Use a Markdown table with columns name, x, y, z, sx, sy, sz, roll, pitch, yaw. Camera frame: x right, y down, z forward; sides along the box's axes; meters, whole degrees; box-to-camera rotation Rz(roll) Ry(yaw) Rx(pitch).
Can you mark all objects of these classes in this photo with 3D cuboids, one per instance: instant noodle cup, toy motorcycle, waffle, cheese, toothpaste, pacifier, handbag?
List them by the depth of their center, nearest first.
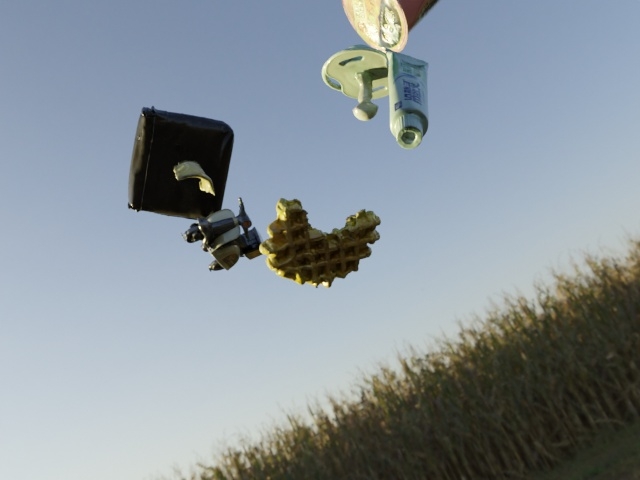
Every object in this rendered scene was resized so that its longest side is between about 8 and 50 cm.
| name | x | y | z | sx | sy | sz | roll | pitch | yaw |
| --- | --- | --- | --- | --- | --- | --- | --- | --- | --- |
| toothpaste | 0.122 | -0.207 | 0.908 | 0.074 | 0.297 | 0.048 | 18 | -56 | -6 |
| waffle | -0.001 | -0.001 | 1.015 | 0.194 | 0.051 | 0.149 | 20 | -76 | -34 |
| pacifier | 0.064 | -0.249 | 1.062 | 0.126 | 0.117 | 0.150 | -5 | -18 | 20 |
| cheese | -0.238 | -0.123 | 1.263 | 0.084 | 0.060 | 0.041 | 33 | -82 | -30 |
| handbag | -0.320 | -0.169 | 1.500 | 0.222 | 0.080 | 0.247 | 7 | -74 | -22 |
| toy motorcycle | -0.223 | -0.007 | 1.535 | 0.157 | 0.091 | 0.263 | -25 | -20 | -1 |
| instant noodle cup | 0.219 | -0.663 | 1.725 | 0.255 | 0.244 | 0.244 | -43 | -12 | -20 |
